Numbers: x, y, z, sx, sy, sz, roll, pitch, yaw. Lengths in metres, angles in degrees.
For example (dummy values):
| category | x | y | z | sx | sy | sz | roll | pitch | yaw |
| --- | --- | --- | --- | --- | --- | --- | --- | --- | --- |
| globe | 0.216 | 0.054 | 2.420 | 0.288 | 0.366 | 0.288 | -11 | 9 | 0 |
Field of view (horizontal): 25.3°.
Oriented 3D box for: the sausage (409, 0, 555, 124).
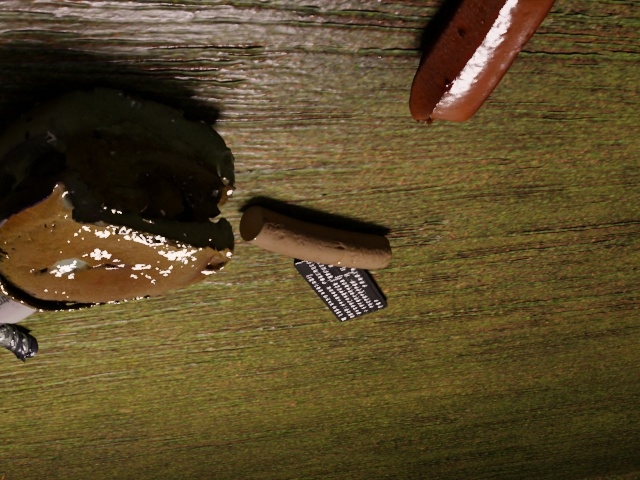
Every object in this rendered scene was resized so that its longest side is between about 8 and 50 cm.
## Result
| category | x | y | z | sx | sy | sz | roll | pitch | yaw |
| --- | --- | --- | --- | --- | --- | --- | --- | --- | --- |
| sausage | 0.192 | -0.242 | 1.683 | 0.102 | 0.102 | 0.330 | -3 | 154 | -21 |

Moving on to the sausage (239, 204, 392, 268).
| category | x | y | z | sx | sy | sz | roll | pitch | yaw |
| --- | --- | --- | --- | --- | --- | --- | --- | --- | --- |
| sausage | -0.001 | 0.002 | 2.165 | 0.301 | 0.066 | 0.066 | 13 | 146 | -43 |

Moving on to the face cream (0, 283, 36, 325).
| category | x | y | z | sx | sy | sz | roll | pitch | yaw |
| --- | --- | --- | --- | --- | --- | --- | --- | --- | --- |
| face cream | -0.420 | 0.057 | 2.041 | 0.311 | 0.092 | 0.092 | -28 | 152 | 33 |

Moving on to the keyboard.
| category | x | y | z | sx | sy | sz | roll | pitch | yaw |
| --- | --- | --- | --- | --- | --- | --- | --- | --- | --- |
| keyboard | 0.035 | 0.075 | 2.398 | 0.101 | 0.018 | 0.310 | -17 | 156 | 8 |

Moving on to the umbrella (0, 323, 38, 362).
| category | x | y | z | sx | sy | sz | roll | pitch | yaw |
| --- | --- | --- | --- | --- | --- | --- | --- | --- | --- |
| umbrella | -0.504 | 0.142 | 2.244 | 0.050 | 0.046 | 0.188 | -12 | 153 | 17 |

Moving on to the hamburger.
| category | x | y | z | sx | sy | sz | roll | pitch | yaw |
| --- | --- | --- | --- | --- | --- | --- | --- | --- | --- |
| hamburger | -0.279 | -0.037 | 1.777 | 0.277 | 0.195 | 0.318 | -28 | 150 | 36 |
